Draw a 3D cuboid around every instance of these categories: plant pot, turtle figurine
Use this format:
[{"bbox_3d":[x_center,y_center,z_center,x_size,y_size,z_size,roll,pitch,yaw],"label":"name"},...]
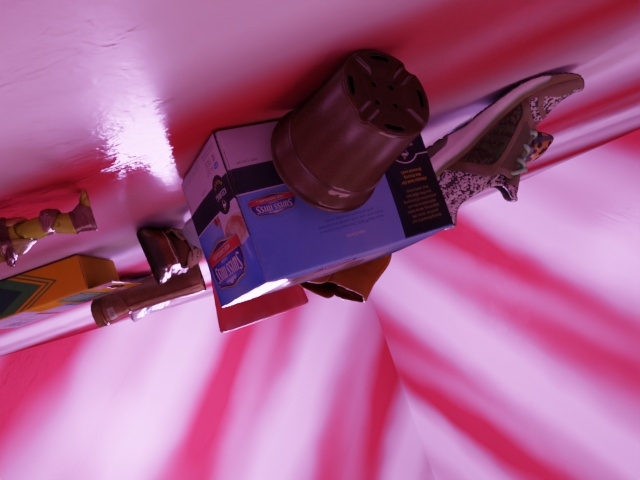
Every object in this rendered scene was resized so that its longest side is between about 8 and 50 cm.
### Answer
[{"bbox_3d":[0.045,-0.145,0.803,0.166,0.167,0.165,-15,165,-35],"label":"plant pot"},{"bbox_3d":[-0.418,-0.011,0.836,0.217,0.087,0.269,-17,173,-21],"label":"turtle figurine"},{"bbox_3d":[-0.196,0.107,1.788,0.274,0.243,0.275,-18,177,-1],"label":"plant pot"}]

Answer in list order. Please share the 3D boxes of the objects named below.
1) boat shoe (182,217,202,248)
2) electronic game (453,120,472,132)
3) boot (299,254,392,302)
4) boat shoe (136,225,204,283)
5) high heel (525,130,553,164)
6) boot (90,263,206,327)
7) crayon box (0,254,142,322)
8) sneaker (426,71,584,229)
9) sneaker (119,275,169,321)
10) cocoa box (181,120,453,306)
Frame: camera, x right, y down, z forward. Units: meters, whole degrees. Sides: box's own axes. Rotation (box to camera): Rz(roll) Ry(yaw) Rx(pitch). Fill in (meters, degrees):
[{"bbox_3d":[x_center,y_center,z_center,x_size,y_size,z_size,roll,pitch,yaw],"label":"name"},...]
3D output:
[{"bbox_3d":[-0.127,-0.056,1.233,0.306,0.105,0.113,-13,134,22],"label":"boat shoe"},{"bbox_3d":[0.389,-0.248,1.414,0.229,0.048,0.229,-19,174,-2],"label":"electronic game"},{"bbox_3d":[0.001,0.001,1.240,0.211,0.295,0.104,-56,150,-27],"label":"boot"},{"bbox_3d":[-0.317,0.018,1.341,0.119,0.123,0.324,-23,-177,-13],"label":"boat shoe"},{"bbox_3d":[0.432,-0.189,1.495,0.186,0.093,0.261,-18,176,-10],"label":"high heel"},{"bbox_3d":[-0.431,0.115,1.573,0.269,0.089,0.236,-21,-152,-7],"label":"boot"},{"bbox_3d":[-0.592,0.110,1.392,0.322,0.083,0.203,-18,174,0],"label":"crayon box"},{"bbox_3d":[0.354,-0.167,1.222,0.410,0.182,0.158,-35,175,7],"label":"sneaker"},{"bbox_3d":[-0.518,0.154,1.878,0.150,0.135,0.366,-26,-176,-12],"label":"sneaker"},{"bbox_3d":[-0.010,-0.059,1.007,0.347,0.228,0.231,-16,173,-28],"label":"cocoa box"}]
